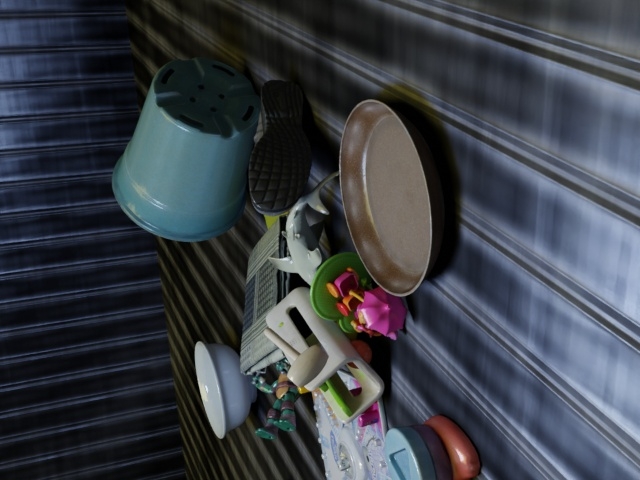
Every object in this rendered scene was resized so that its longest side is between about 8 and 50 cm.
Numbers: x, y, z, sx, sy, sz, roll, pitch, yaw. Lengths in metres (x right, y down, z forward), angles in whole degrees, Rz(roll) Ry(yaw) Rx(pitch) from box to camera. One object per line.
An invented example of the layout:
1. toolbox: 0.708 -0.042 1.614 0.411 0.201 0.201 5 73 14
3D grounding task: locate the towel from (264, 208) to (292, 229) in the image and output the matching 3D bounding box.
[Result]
1. towel: -0.097 -0.078 1.864 0.237 0.021 0.102 135 122 -66

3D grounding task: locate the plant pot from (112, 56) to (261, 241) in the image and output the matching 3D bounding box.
1. plant pot: -0.302 -0.231 1.938 0.341 0.341 0.334 67 148 29

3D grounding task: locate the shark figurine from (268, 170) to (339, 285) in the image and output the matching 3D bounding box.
1. shark figurine: -0.016 -0.024 1.583 0.166 0.116 0.278 19 133 28

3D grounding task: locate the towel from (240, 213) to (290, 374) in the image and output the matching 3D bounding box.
1. towel: -0.120 0.134 1.871 0.324 0.056 0.312 134 142 -64

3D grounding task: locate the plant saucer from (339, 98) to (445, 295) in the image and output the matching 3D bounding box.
1. plant saucer: 0.114 -0.068 1.275 0.310 0.050 0.311 169 90 -70

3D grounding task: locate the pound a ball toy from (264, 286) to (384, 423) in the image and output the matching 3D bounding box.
1. pound a ball toy: 0.000 0.190 1.519 0.208 0.135 0.319 49 180 -32

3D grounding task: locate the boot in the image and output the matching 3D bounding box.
1. boot: -0.084 -0.134 1.619 0.223 0.118 0.338 103 175 -51

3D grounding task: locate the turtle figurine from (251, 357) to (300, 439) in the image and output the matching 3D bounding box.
1. turtle figurine: -0.092 0.344 1.920 0.175 0.118 0.234 123 157 -49

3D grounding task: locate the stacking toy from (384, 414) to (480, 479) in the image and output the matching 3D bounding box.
1. stacking toy: 0.176 0.457 1.276 0.279 0.130 0.309 -131 35 -53

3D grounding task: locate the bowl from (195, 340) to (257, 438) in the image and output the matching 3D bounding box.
1. bowl: -0.277 0.435 2.451 0.298 0.134 0.298 168 90 -69

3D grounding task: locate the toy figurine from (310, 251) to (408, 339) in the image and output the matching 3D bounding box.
1. toy figurine: 0.085 0.123 1.394 0.159 0.130 0.173 31 152 51

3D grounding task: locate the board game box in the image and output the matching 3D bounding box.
1. board game box: 0.055 0.467 1.714 0.390 0.050 0.390 -178 77 -69
